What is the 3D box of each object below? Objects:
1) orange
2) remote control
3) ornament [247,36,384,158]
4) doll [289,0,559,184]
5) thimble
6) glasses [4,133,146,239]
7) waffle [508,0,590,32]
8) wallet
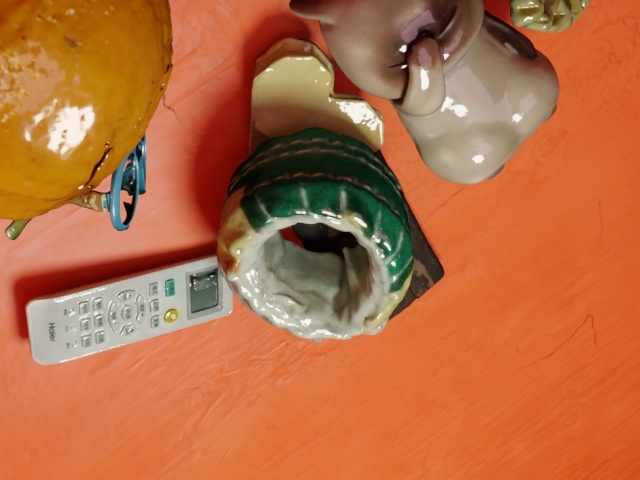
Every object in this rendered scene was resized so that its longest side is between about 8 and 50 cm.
[{"bbox_3d":[-0.326,-0.198,1.173,0.293,0.340,0.340,36,96,-36],"label":"orange"},{"bbox_3d":[-0.257,0.087,1.542,0.293,0.051,0.103,-13,122,-26],"label":"remote control"},{"bbox_3d":[-0.028,-0.159,1.510,0.180,0.059,0.201,-37,119,20],"label":"ornament"},{"bbox_3d":[0.159,-0.233,1.482,0.215,0.226,0.370,-42,129,13],"label":"doll"},{"bbox_3d":[0.000,0.000,1.509,0.254,0.167,0.288,-27,126,23],"label":"thimble"},{"bbox_3d":[-0.285,-0.057,1.364,0.207,0.239,0.102,-31,108,13],"label":"glasses"},{"bbox_3d":[0.316,-0.418,1.474,0.309,0.056,0.292,-28,125,-54],"label":"waffle"},{"bbox_3d":[0.062,-0.010,1.663,0.170,0.044,0.321,-35,126,-5],"label":"wallet"}]
